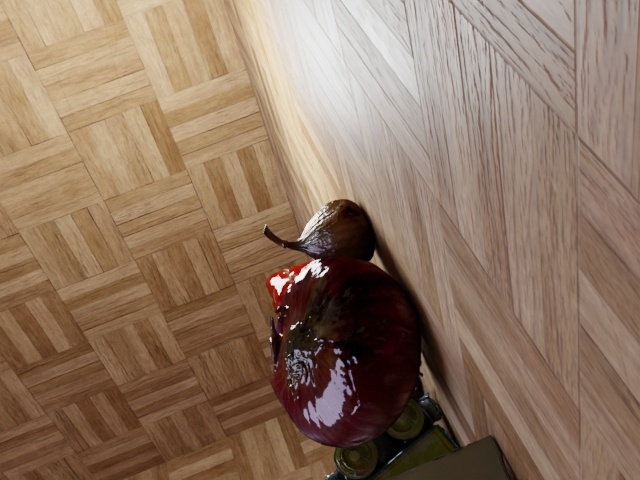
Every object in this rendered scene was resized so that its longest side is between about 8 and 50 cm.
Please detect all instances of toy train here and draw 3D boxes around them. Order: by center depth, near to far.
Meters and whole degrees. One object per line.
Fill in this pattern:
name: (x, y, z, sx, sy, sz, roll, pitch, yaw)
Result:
toy train: (0.138, 0.409, 1.681, 0.177, 0.261, 0.134, 49, 170, 16)

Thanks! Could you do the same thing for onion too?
onion: (0.068, 0.199, 1.610, 0.348, 0.285, 0.347, -21, 64, 51)

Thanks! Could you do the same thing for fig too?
fig: (0.000, 0.000, 1.704, 0.146, 0.201, 0.133, -146, 44, -71)

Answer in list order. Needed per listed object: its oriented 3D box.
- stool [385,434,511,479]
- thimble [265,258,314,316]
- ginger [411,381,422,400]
stool: (0.173, 0.458, 1.307, 0.243, 0.270, 0.170, 73, 172, -48)
thimble: (0.029, 0.195, 2.035, 0.350, 0.231, 0.350, 160, 90, -85)
ginger: (0.168, 0.309, 1.884, 0.162, 0.073, 0.103, 72, 175, -47)
